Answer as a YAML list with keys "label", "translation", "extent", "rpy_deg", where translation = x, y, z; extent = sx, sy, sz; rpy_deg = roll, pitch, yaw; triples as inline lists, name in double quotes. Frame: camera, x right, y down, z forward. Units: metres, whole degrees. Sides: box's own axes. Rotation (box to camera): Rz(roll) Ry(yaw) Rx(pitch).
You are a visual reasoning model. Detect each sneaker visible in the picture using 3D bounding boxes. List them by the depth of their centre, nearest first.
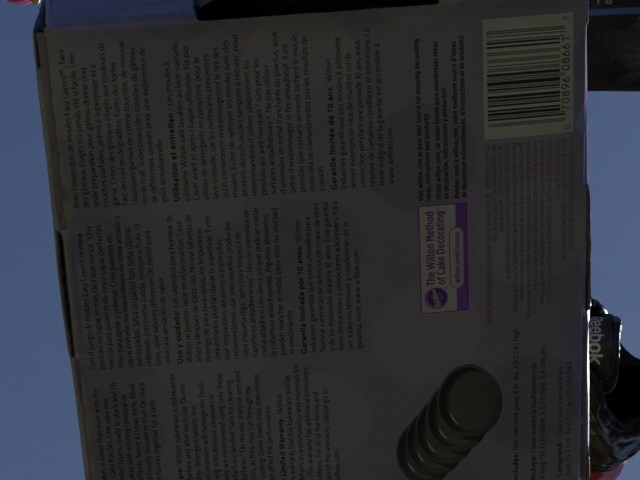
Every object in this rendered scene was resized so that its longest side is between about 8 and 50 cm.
- label: "sneaker"
  translation: [0.129, 0.075, 1.281]
  extent: [0.276, 0.097, 0.135]
  rpy_deg: [30, -45, -21]

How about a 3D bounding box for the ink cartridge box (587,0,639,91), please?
- label: "ink cartridge box"
  translation: [0.251, -0.190, 1.422]
  extent: [0.333, 0.065, 0.165]
  rpy_deg: [2, -43, 19]

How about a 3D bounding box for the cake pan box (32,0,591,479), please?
- label: "cake pan box"
  translation: [0.000, 0.000, 0.873]
  extent: [0.246, 0.070, 0.266]
  rpy_deg: [-7, -67, -6]

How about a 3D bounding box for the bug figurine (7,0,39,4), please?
- label: "bug figurine"
  translation: [-0.239, -0.126, 1.206]
  extent: [0.072, 0.216, 0.279]
  rpy_deg: [25, -85, 0]
